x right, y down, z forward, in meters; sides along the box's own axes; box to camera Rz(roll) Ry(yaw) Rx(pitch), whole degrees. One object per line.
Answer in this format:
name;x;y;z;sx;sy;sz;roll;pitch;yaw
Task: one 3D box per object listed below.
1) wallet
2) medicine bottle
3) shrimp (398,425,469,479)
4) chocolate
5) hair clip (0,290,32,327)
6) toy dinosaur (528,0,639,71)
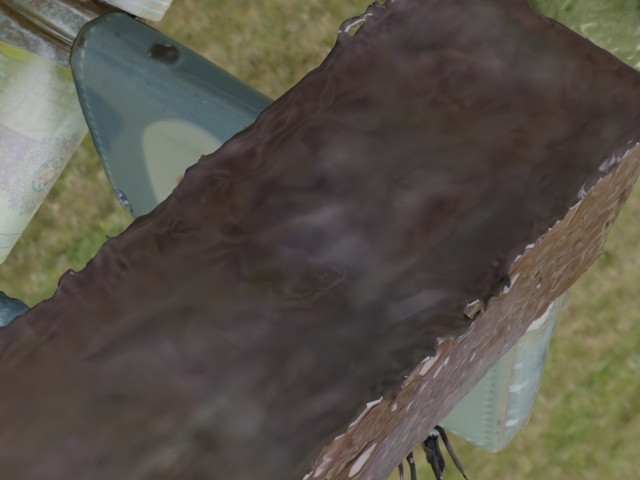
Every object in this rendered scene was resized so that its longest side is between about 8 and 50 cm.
wallet;0.000;0.000;1.114;0.083;0.360;0.252;-50;159;-22
medicine bottle;-0.245;-0.119;1.264;0.151;0.151;0.322;23;106;-46
shrimp;0.045;0.079;1.464;0.116;0.343;0.145;-26;152;11
chocolate;-0.027;0.050;0.526;0.321;0.112;0.112;-43;158;-25
hair clip;-0.289;0.070;0.726;0.238;0.392;0.318;-48;135;-31
toy dinosaur;0.138;-0.136;1.027;0.087;0.301;0.447;-27;96;-13
